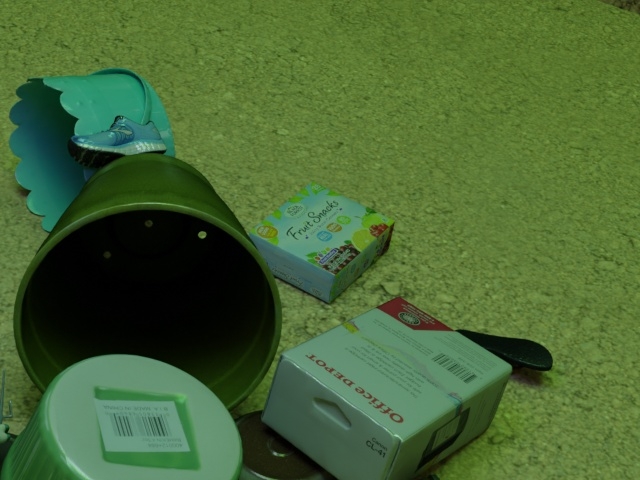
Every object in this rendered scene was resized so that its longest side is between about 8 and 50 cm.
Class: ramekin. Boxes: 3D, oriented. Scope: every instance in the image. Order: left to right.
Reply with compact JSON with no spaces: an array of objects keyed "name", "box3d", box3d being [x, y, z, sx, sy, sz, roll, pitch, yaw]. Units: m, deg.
[{"name":"ramekin","box3d":[-0.248,0.289,1.799,0.303,0.148,0.303,18,35,-13]}]

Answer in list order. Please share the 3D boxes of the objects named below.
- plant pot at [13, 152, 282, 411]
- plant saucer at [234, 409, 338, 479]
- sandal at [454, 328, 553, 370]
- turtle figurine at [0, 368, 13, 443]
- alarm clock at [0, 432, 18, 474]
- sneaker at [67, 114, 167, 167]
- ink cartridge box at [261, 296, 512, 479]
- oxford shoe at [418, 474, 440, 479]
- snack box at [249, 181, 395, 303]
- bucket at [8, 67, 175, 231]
[{"name":"plant pot","box3d":[-0.256,0.041,2.058,0.367,0.366,0.353,3,25,-10]},{"name":"plant saucer","box3d":[-0.057,0.303,1.978,0.199,0.036,0.198,7,37,-5]},{"name":"sandal","box3d":[0.290,0.183,2.231,0.179,0.040,0.067,12,28,27]},{"name":"turtle figurine","box3d":[-0.502,0.251,1.774,0.175,0.118,0.234,13,70,12]},{"name":"alarm clock","box3d":[-0.445,0.302,1.863,0.129,0.064,0.192,-16,41,-31]},{"name":"sneaker","box3d":[-0.324,-0.159,2.181,0.162,0.063,0.073,-5,72,-36]},{"name":"ink cartridge box","box3d":[0.098,0.222,2.012,0.226,0.131,0.306,33,33,27]},{"name":"oxford shoe","box3d":[0.126,0.397,1.859,0.096,0.082,0.227,7,35,3]},{"name":"snack box","box3d":[0.000,0.000,2.371,0.174,0.070,0.207,27,38,21]},{"name":"bucket","box3d":[-0.381,-0.154,2.330,0.183,0.281,0.281,-15,43,-35]}]
